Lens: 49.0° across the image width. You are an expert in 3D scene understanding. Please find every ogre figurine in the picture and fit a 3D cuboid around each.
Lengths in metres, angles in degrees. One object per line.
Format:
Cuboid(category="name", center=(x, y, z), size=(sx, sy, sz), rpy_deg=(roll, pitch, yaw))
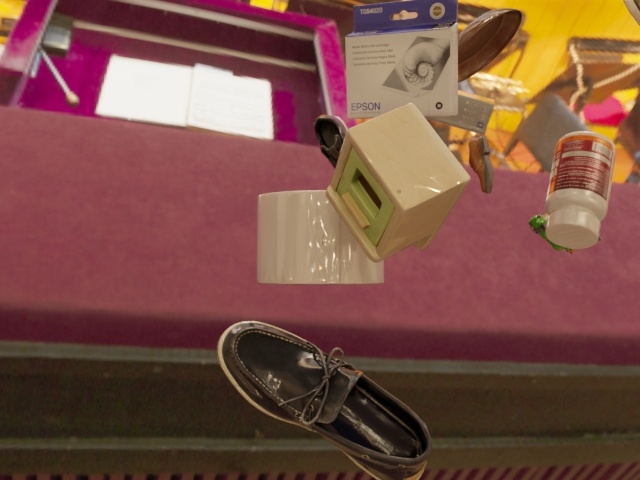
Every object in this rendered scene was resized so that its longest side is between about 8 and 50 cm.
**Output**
Cuboid(category="ogre figurine", center=(0.663, -0.032, 1.870), size=(0.118, 0.197, 0.097), rpy_deg=(54, 34, -13))

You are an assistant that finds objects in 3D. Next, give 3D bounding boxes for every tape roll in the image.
Cuboid(category="tape roll", center=(0.000, 0.000, 1.343), size=(0.246, 0.169, 0.246), rpy_deg=(0, -2, 0))

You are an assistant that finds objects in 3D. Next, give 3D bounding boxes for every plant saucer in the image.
Cuboid(category="plant saucer", center=(0.323, -0.404, 1.434), size=(0.198, 0.198, 0.036), rpy_deg=(-24, 71, -40))

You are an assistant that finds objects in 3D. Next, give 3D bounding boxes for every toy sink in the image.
Cuboid(category="toy sink", center=(0.105, -0.069, 1.095), size=(0.131, 0.234, 0.153), rpy_deg=(-26, 71, -20))

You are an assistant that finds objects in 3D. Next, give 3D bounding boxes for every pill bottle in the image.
Cuboid(category="pill bottle", center=(0.527, -0.103, 1.431), size=(0.121, 0.121, 0.221), rpy_deg=(19, 66, 0))

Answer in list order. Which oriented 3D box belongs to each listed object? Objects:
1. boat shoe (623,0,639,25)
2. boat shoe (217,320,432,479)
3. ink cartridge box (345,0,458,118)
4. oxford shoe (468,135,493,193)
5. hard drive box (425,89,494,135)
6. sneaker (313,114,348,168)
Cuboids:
Cuboid(category="boat shoe", center=(0.534, -0.440, 1.101), size=(0.116, 0.097, 0.324), rpy_deg=(54, 43, -19))
Cuboid(category="boat shoe", center=(0.014, 0.315, 1.429), size=(0.500, 0.156, 0.187), rpy_deg=(34, 58, 6))
Cuboid(category="ink cartridge box", center=(0.153, -0.347, 1.346), size=(0.223, 0.224, 0.045), rpy_deg=(3, 11, 29))
Cuboid(category="oxford shoe", center=(0.582, -0.269, 2.561), size=(0.076, 0.076, 0.212), rpy_deg=(5, 76, -52))
Cuboid(category="hard drive box", center=(0.365, -0.379, 1.977), size=(0.232, 0.089, 0.181), rpy_deg=(17, 18, 8))
Cuboid(category="sneaker", center=(0.063, -0.236, 2.011), size=(0.293, 0.102, 0.146), rpy_deg=(58, 15, 11))
